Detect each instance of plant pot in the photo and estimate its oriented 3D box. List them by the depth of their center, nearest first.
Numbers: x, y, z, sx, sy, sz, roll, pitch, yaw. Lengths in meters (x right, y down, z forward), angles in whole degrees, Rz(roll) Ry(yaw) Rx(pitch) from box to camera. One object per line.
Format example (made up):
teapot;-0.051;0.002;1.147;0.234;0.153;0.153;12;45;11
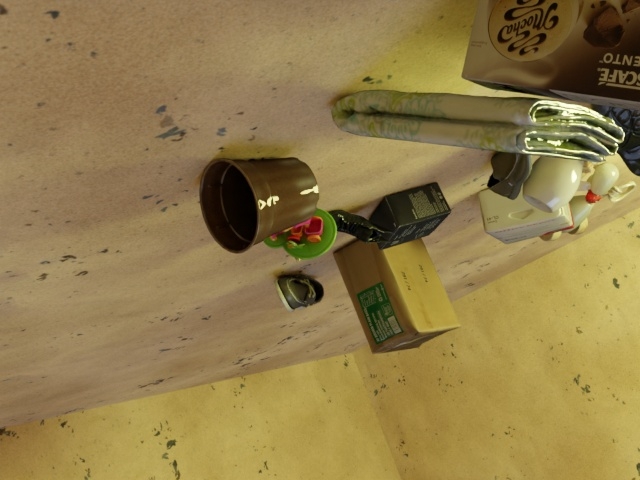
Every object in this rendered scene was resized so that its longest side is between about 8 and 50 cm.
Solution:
plant pot;-0.102;-0.077;1.280;0.165;0.167;0.167;-19;166;-42

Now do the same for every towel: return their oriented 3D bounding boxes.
towel;0.257;-0.194;1.174;0.320;0.090;0.374;-1;-169;-45

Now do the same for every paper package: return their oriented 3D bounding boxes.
paper package;0.225;0.148;2.099;0.168;0.325;0.309;-32;160;30

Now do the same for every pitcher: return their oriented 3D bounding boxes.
pitcher;0.588;-0.176;1.794;0.207;0.125;0.178;-57;-175;-4

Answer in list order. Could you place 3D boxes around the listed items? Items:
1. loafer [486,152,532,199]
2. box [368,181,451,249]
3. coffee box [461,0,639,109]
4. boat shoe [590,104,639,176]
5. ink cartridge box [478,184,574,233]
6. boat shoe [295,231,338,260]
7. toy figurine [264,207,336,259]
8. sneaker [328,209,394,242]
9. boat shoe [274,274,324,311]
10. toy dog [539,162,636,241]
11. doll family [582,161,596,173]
loafer;0.461;-0.180;1.747;0.087;0.094;0.251;8;151;6
box;0.226;-0.061;1.837;0.158;0.093;0.156;-16;162;-21
coffee box;0.357;-0.268;0.938;0.297;0.168;0.118;20;-168;36
boat shoe;0.713;-0.276;1.669;0.122;0.120;0.324;-22;138;29
ink cartridge box;0.617;-0.087;2.125;0.226;0.131;0.306;-14;167;22
boat shoe;0.000;0.000;1.806;0.170;0.059;0.063;-29;162;22
toy figurine;-0.065;-0.049;1.537;0.173;0.130;0.159;0;154;15
sneaker;0.092;-0.030;1.733;0.170;0.089;0.051;6;114;-42
boat shoe;-0.060;0.151;2.138;0.091;0.109;0.305;-25;170;8
toy dog;0.820;-0.145;2.306;0.220;0.161;0.334;7;135;-44
doll family;0.747;-0.260;1.855;0.262;0.118;0.163;-23;-178;10
